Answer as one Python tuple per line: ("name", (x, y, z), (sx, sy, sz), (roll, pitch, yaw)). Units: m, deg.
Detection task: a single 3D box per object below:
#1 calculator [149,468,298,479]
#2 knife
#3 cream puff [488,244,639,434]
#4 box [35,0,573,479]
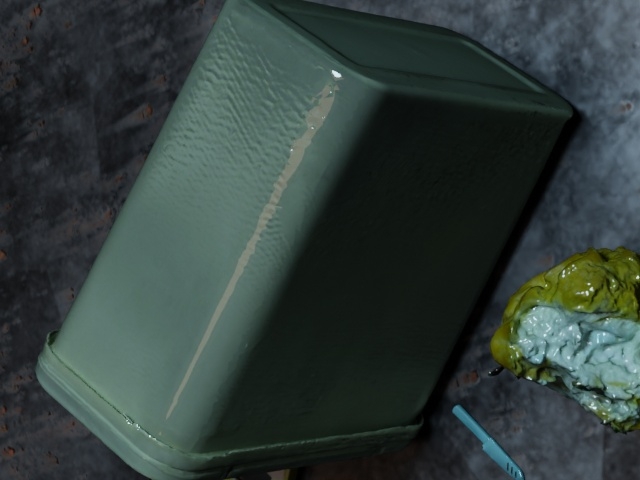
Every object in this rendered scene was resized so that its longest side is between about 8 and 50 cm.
("calculator", (-0.100, 0.239, 1.770), (0.157, 0.033, 0.236), (40, 116, 29))
("knife", (0.142, 0.173, 1.598), (0.091, 0.005, 0.014), (46, 115, 27))
("cream puff", (0.218, 0.072, 1.469), (0.156, 0.121, 0.156), (4, 106, 12))
("box", (0.000, 0.000, 1.492), (0.177, 0.352, 0.343), (39, 111, 30))
